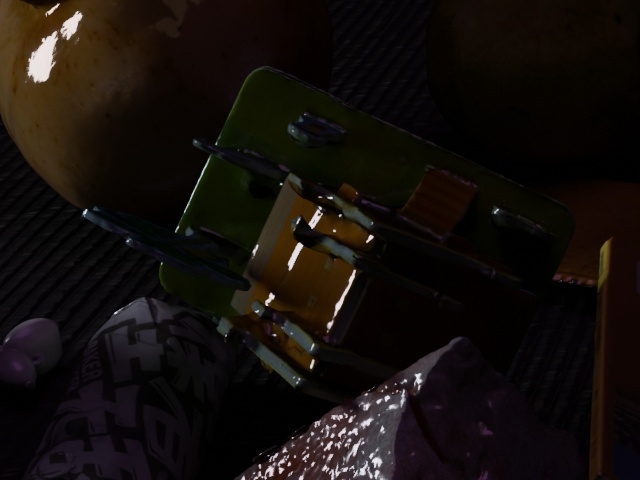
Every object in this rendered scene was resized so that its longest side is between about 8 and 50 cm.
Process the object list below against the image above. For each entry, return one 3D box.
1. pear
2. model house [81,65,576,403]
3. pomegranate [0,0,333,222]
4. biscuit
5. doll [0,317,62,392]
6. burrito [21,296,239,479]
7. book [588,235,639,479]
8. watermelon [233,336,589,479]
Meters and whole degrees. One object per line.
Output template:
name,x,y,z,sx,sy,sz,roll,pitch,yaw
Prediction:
pear,0.265,-0.218,1.951,0.304,0.304,0.304,-2,28,1
model house,0.000,0.000,1.383,0.358,0.242,0.313,28,3,11
pomegranate,-0.188,-0.214,1.870,0.412,0.411,0.411,-2,28,1
biscuit,0.266,-0.014,1.800,0.237,0.013,0.232,10,32,39
doll,-0.327,0.108,1.614,0.160,0.059,0.161,-12,29,-14
burrito,-0.168,0.179,1.423,0.139,0.101,0.445,12,27,3
book,0.342,0.145,1.390,0.262,0.028,0.374,28,30,-4
watermelon,0.072,0.200,1.255,0.310,0.231,0.193,19,65,5
